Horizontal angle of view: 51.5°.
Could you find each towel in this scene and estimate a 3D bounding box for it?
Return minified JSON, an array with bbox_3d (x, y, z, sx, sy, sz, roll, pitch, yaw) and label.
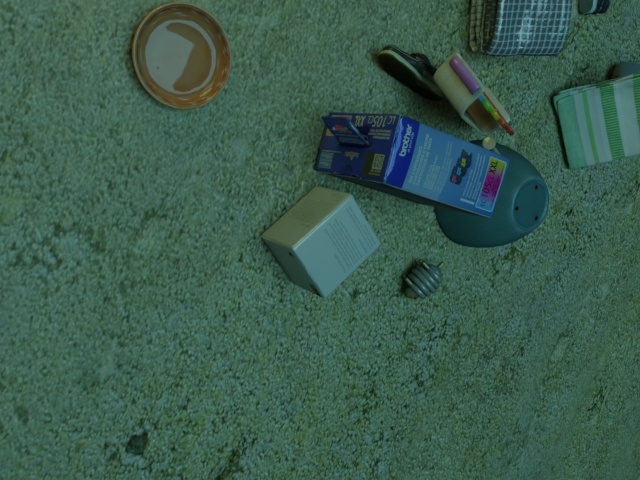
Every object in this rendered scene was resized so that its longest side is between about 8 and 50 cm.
[{"bbox_3d":[0.499,-0.596,1.623,0.235,0.121,0.283,-6,113,-19],"label":"towel"},{"bbox_3d":[0.838,-0.339,1.848,0.248,0.325,0.038,66,28,-25],"label":"towel"}]

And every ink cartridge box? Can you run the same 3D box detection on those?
[{"bbox_3d":[0.177,-0.176,1.470,0.395,0.270,0.151,12,94,-34],"label":"ink cartridge box"}]

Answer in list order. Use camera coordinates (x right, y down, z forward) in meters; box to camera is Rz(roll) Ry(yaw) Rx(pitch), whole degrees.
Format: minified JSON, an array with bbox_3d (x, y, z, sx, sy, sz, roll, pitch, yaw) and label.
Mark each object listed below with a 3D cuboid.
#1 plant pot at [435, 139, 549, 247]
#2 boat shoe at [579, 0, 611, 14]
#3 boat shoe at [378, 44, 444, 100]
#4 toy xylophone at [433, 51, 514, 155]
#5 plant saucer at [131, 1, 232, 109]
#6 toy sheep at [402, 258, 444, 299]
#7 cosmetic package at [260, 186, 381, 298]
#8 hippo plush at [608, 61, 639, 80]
[{"bbox_3d":[0.469,-0.108,1.719,0.290,0.195,0.290,-8,106,-30],"label":"plant pot"},{"bbox_3d":[0.769,-0.721,1.839,0.083,0.065,0.183,-10,114,-32],"label":"boat shoe"},{"bbox_3d":[0.222,-0.405,1.563,0.223,0.080,0.073,25,82,-39],"label":"boat shoe"},{"bbox_3d":[0.375,-0.312,1.564,0.081,0.236,0.323,-37,170,20],"label":"toy xylophone"},{"bbox_3d":[-0.269,-0.355,1.284,0.200,0.037,0.200,-9,107,-30],"label":"plant saucer"},{"bbox_3d":[0.267,0.100,1.709,0.132,0.091,0.091,-42,122,5],"label":"toy sheep"},{"bbox_3d":[0.000,0.000,1.473,0.184,0.151,0.151,-42,120,-18],"label":"cosmetic package"},{"bbox_3d":[0.979,-0.404,1.998,0.294,0.234,0.236,-45,147,-10],"label":"hippo plush"}]
